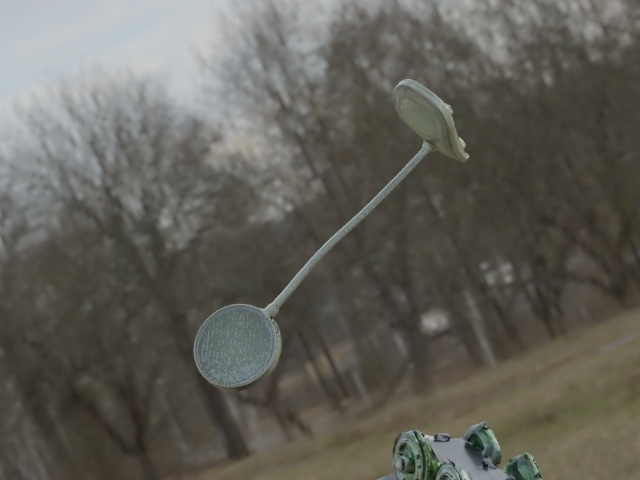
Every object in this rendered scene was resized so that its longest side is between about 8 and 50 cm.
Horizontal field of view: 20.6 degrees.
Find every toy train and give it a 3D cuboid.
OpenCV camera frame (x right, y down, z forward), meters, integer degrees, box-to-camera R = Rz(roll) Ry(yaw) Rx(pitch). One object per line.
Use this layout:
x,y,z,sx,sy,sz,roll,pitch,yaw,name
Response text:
0.089,0.151,0.826,0.060,0.081,0.202,0,16,-25,toy train

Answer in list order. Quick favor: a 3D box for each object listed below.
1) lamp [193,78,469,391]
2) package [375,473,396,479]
0.000,0.000,0.961,0.198,0.050,0.056,-47,-29,0,lamp
0.023,0.268,1.024,0.154,0.239,0.030,-19,-7,12,package
